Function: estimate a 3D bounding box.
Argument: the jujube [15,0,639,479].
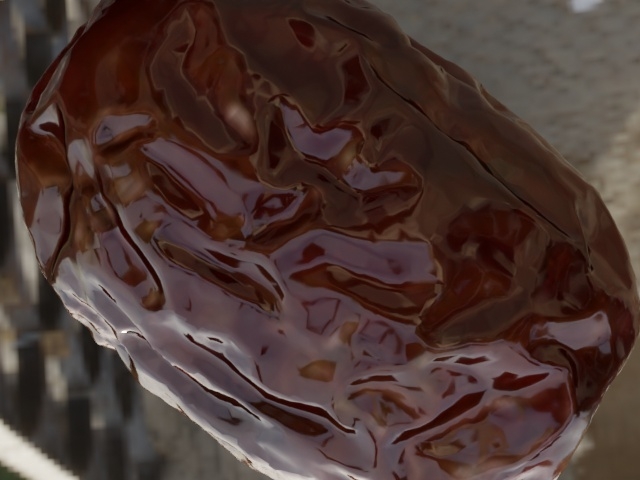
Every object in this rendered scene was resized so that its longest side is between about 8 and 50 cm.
[{"bbox_3d":[0.000,0.000,0.754,0.250,0.174,0.174,34,163,6],"label":"jujube"}]
